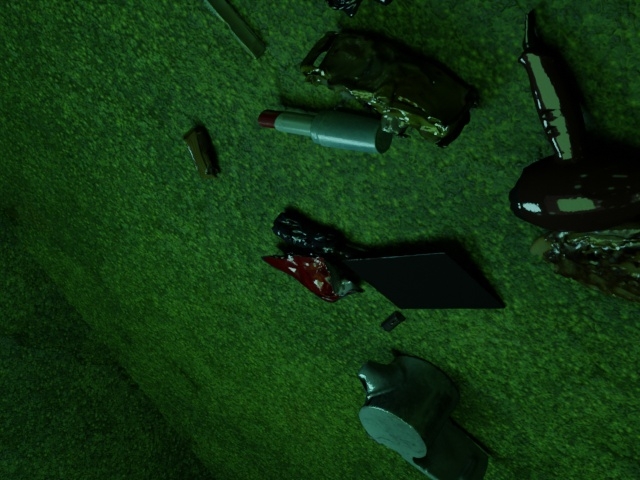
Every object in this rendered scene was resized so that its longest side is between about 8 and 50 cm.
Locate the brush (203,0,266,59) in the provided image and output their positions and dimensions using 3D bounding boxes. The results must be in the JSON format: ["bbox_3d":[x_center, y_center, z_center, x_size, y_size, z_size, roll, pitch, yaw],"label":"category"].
[{"bbox_3d":[-0.168,-0.399,1.518,0.178,0.033,0.030,49,155,-15],"label":"brush"}]

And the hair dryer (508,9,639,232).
[{"bbox_3d":[0.383,-0.172,1.182,0.313,0.123,0.340,-9,115,39],"label":"hair dryer"}]

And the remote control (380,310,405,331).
[{"bbox_3d":[0.163,0.189,1.943,0.034,0.016,0.091,35,150,-1],"label":"remote control"}]

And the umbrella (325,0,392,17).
[{"bbox_3d":[-0.009,-0.424,1.249,0.273,0.122,0.110,29,-168,11],"label":"umbrella"}]

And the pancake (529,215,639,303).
[{"bbox_3d":[0.468,0.016,1.351,0.258,0.056,0.212,21,152,16],"label":"pancake"}]

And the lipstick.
[{"bbox_3d":[0.000,-0.208,1.548,0.274,0.068,0.061,15,147,34],"label":"lipstick"}]

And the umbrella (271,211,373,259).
[{"bbox_3d":[0.000,0.006,1.832,0.248,0.071,0.070,26,147,24],"label":"umbrella"}]

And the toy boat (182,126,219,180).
[{"bbox_3d":[-0.261,-0.188,1.882,0.047,0.049,0.149,54,168,44],"label":"toy boat"}]

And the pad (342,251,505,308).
[{"bbox_3d":[0.204,0.087,1.730,0.202,0.005,0.300,40,153,-29],"label":"pad"}]

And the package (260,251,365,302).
[{"bbox_3d":[-0.014,0.087,1.923,0.194,0.071,0.269,46,153,-20],"label":"package"}]

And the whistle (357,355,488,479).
[{"bbox_3d":[0.243,0.450,2.049,0.188,0.168,0.404,1,132,46],"label":"whistle"}]

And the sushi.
[{"bbox_3d":[0.095,-0.235,1.350,0.291,0.139,0.131,30,156,13],"label":"sushi"}]
